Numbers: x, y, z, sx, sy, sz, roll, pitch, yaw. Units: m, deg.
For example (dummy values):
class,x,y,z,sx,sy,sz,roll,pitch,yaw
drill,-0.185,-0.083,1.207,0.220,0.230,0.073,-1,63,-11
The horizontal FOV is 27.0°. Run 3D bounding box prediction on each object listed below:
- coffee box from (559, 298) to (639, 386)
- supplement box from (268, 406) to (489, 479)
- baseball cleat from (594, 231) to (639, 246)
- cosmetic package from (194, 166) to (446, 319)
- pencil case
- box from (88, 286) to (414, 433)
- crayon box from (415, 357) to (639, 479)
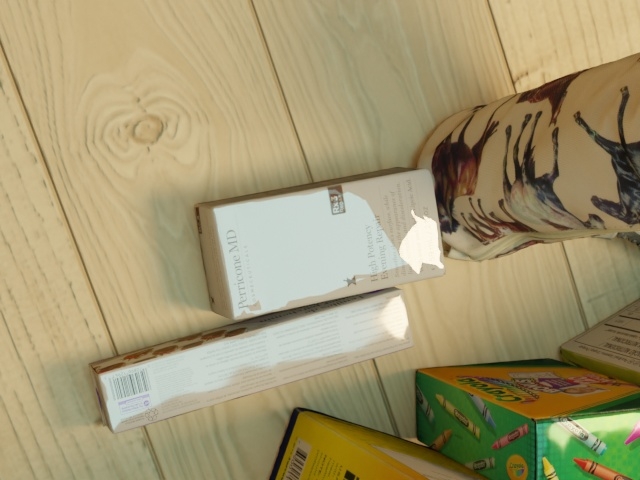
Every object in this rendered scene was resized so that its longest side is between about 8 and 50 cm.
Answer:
class,x,y,z,sx,sy,sz,roll,pitch,yaw
coffee box,0.515,0.202,1.395,0.334,0.338,0.338,-28,101,-14
supplement box,0.080,0.302,1.247,0.194,0.356,0.195,20,87,-18
baseball cleat,0.347,-0.020,1.453,0.109,0.072,0.206,-23,136,13
cosmetic package,0.000,0.000,1.343,0.231,0.085,0.117,-13,97,-18
pencil case,0.256,-0.070,1.268,0.160,0.410,0.184,23,74,-26
box,-0.067,0.115,1.339,0.324,0.063,0.067,-16,100,-17
crayon box,0.221,0.182,1.326,0.165,0.278,0.081,-3,95,-19
